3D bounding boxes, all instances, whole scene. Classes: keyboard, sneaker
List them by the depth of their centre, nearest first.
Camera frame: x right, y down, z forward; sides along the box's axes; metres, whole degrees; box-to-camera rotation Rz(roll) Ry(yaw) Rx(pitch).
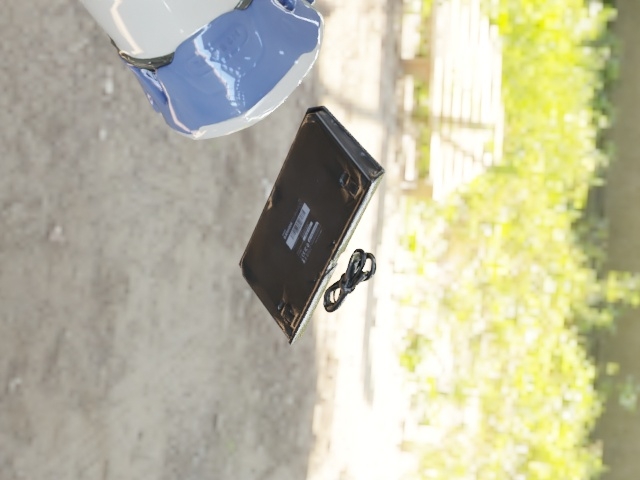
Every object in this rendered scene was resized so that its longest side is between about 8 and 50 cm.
[{"bbox_3d":[-0.118,-0.206,0.813,0.182,0.127,0.315,52,1,-45],"label":"sneaker"},{"bbox_3d":[0.000,0.000,1.110,0.023,0.108,0.180,-17,148,-35],"label":"keyboard"}]
